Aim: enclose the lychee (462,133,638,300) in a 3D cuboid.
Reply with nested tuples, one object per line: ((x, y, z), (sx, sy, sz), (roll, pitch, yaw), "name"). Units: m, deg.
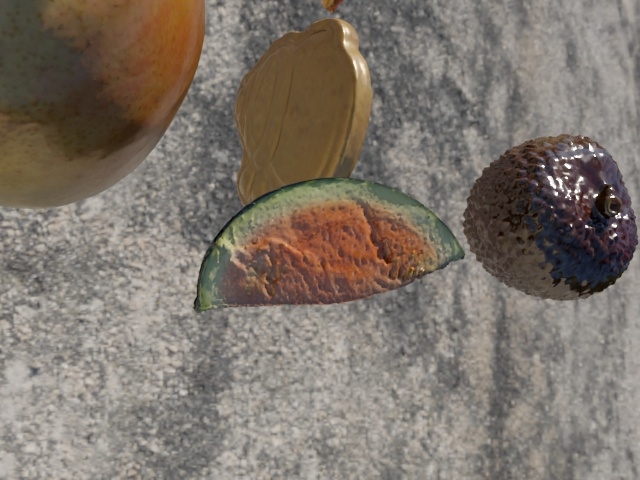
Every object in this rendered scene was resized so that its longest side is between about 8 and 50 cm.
((0.250, -0.021, 0.851), (0.194, 0.195, 0.194), (18, 68, -54), "lychee")

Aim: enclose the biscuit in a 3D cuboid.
((-0.048, -0.177, 1.205), (0.057, 0.351, 0.311), (8, 88, -35), "biscuit")

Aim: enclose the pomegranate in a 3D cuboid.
((-0.239, -0.169, 0.593), (0.319, 0.319, 0.318), (18, 68, -54), "pomegranate")

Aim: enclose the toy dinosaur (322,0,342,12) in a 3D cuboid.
((0.062, -0.397, 0.867), (0.117, 0.070, 0.288), (-11, 127, -47), "toy dinosaur")

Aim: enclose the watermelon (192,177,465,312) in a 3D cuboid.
((0.000, 0.004, 0.701), (0.063, 0.245, 0.119), (92, -13, -70), "watermelon")
